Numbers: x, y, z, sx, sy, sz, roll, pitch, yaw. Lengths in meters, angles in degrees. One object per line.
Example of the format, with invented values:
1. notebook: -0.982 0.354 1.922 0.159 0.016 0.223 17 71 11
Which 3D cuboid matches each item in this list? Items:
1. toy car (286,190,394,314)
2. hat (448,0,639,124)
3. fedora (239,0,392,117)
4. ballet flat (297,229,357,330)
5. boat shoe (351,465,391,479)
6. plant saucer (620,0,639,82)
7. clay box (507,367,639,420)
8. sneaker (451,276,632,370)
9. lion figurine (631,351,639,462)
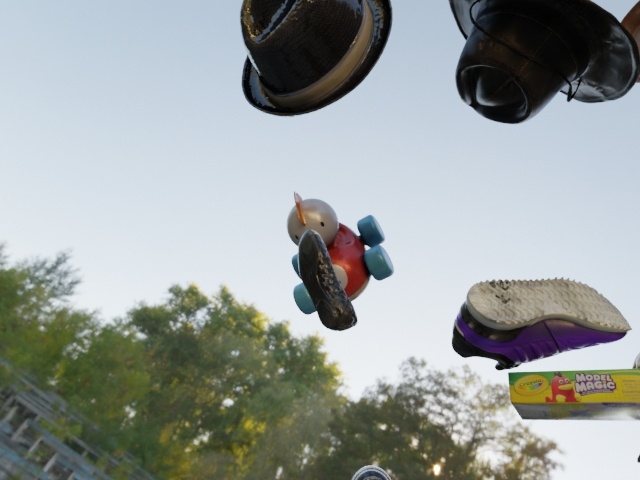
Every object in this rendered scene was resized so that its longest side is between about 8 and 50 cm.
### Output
1. toy car: 0.000 0.000 1.025 0.219 0.210 0.238 -28 -54 17
2. hat: 0.287 -0.256 0.724 0.331 0.134 0.331 33 8 -5
3. fedora: -0.035 -0.391 0.850 0.334 0.334 0.152 11 -16 28
4. ballet flat: 0.006 0.059 0.719 0.049 0.173 0.057 9 -40 -40
5. boat shoe: 0.048 0.319 0.468 0.065 0.183 0.083 4 -28 8
6. plant saucer: 0.494 -0.295 0.671 0.029 0.168 0.168 21 -29 -25
7. clay box: 0.408 0.233 0.715 0.222 0.053 0.127 -10 -33 25
8. sneaker: 0.335 0.142 0.759 0.293 0.102 0.146 5 -53 -15
9. lion figurine: 0.636 0.191 0.756 0.392 0.142 0.240 -38 -116 33
